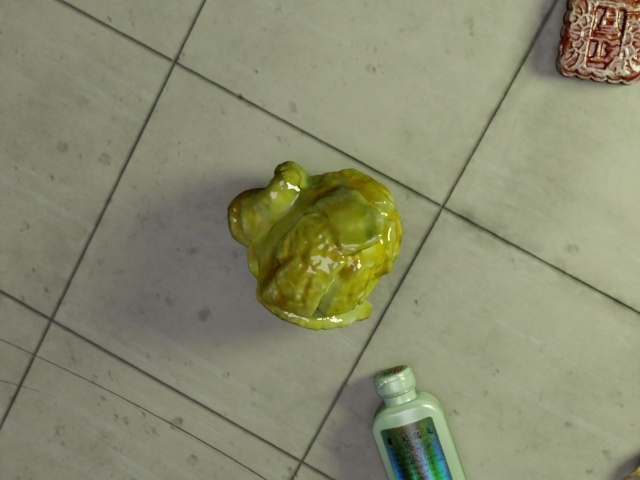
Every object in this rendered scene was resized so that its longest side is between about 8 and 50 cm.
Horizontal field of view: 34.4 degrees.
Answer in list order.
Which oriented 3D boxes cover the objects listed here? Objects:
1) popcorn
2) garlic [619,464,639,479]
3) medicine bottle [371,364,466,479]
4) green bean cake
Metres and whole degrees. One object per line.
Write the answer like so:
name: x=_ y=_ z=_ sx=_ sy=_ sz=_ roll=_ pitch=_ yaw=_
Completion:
popcorn: x=-0.002 y=-0.006 z=1.602 sx=0.276 sy=0.276 sz=0.225 roll=13 pitch=136 yaw=7
garlic: x=0.573 y=0.375 z=1.626 sx=0.198 sy=0.090 sz=0.128 roll=18 pitch=113 yaw=2
medicine bottle: x=0.151 y=0.320 z=1.684 sx=0.121 sy=0.083 sz=0.229 roll=-18 pitch=96 yaw=10
green bean cake: x=0.430 y=-0.307 z=1.563 sx=0.136 sy=0.056 sz=0.135 roll=9 pitch=101 yaw=8
